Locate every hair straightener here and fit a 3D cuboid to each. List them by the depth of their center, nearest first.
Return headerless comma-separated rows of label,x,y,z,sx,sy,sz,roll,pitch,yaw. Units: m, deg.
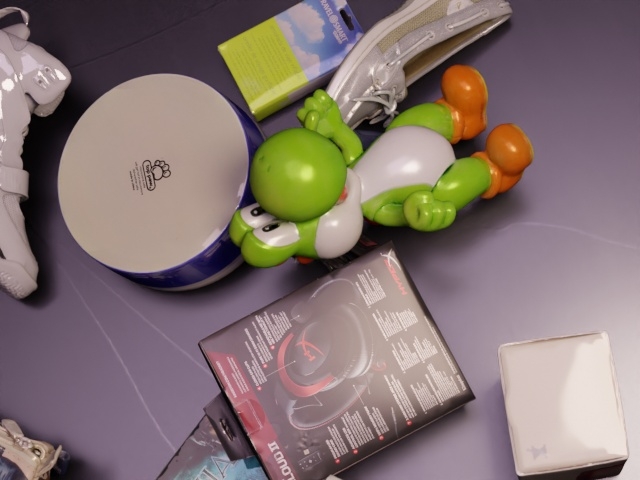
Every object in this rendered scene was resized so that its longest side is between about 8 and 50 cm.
hair straightener,0.000,0.000,1.986,0.230,0.047,0.089,39,85,9

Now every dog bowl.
dog bowl,-0.193,-0.073,1.968,0.265,0.104,0.264,-4,76,17

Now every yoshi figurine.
yoshi figurine,0.061,-0.088,1.827,0.362,0.203,0.203,-25,105,-18

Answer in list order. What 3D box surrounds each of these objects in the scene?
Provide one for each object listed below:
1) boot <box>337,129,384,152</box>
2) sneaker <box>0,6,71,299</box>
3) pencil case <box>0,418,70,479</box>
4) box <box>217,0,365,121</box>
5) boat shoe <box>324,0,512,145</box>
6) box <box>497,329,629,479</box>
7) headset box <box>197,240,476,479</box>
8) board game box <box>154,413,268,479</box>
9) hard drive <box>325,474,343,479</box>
boot,0.011,-0.091,1.962,0.190,0.069,0.086,-2,59,-26
sneaker,-0.400,-0.120,2.005,0.210,0.137,0.365,-26,91,-14
pencil case,-0.514,0.225,1.892,0.410,0.160,0.183,31,105,0
box,-0.032,-0.246,2.041,0.178,0.042,0.109,-28,76,0
boat shoe,0.110,-0.227,1.966,0.103,0.118,0.320,41,66,9
box,0.279,0.200,1.800,0.127,0.232,0.148,-9,77,6
headset box,0.004,0.165,1.878,0.293,0.110,0.218,-28,85,-6
board game box,-0.144,0.318,1.934,0.126,0.026,0.186,36,84,13
hard drive,0.119,0.418,1.811,0.308,0.040,0.203,24,121,12
